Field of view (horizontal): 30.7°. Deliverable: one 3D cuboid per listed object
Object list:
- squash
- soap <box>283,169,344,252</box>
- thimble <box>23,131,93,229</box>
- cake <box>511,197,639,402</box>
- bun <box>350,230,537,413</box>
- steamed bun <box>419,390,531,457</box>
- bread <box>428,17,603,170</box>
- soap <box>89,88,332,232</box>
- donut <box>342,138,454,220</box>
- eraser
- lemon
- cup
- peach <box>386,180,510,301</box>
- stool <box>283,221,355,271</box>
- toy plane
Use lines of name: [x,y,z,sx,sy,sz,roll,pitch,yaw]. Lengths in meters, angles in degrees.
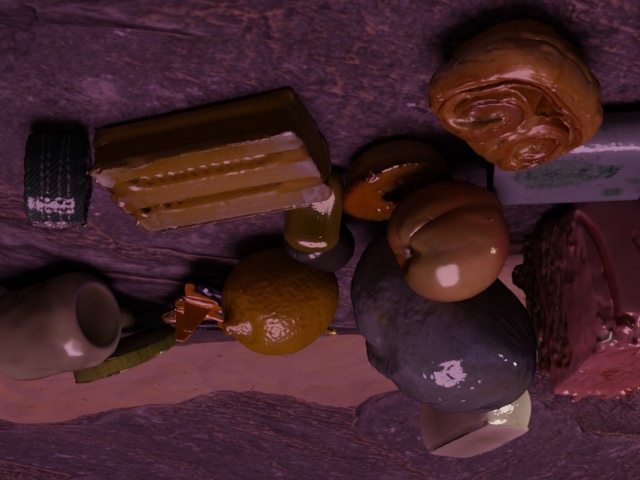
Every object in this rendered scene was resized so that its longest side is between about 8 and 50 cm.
squash: [-0.364,0.213,2.196,0.219,0.041,0.219,-17,-173,2]
soap: [-0.010,-0.048,1.806,0.089,0.045,0.140,8,111,4]
thimble: [-0.376,-0.090,1.673,0.090,0.135,0.118,1,150,-5]
cake: [0.515,0.093,1.895,0.314,0.293,0.307,-2,154,-12]
bun: [0.194,0.140,1.899,0.362,0.362,0.211,21,117,-34]
steamed bun: [0.327,0.356,2.490,0.146,0.164,0.242,14,146,-29]
bread: [0.258,-0.190,1.528,0.198,0.120,0.236,-23,143,30]
soap: [-0.154,-0.110,1.697,0.315,0.091,0.199,-11,150,16]
donut: [0.116,-0.094,1.767,0.162,0.065,0.178,13,147,-35]
eraser: [0.360,-0.120,1.710,0.227,0.081,0.174,-2,150,3]
lemon: [-0.067,0.101,1.991,0.244,0.187,0.187,-24,167,-36]
cup: [-0.451,0.170,2.106,0.202,0.173,0.255,-16,148,27]
peach: [0.191,-0.002,1.702,0.184,0.184,0.184,-1,151,-1]
stool: [0.000,0.000,1.901,0.096,0.096,0.110,-18,151,27]
toy plane: [-0.116,0.133,2.142,0.316,0.103,0.204,4,154,-24]
